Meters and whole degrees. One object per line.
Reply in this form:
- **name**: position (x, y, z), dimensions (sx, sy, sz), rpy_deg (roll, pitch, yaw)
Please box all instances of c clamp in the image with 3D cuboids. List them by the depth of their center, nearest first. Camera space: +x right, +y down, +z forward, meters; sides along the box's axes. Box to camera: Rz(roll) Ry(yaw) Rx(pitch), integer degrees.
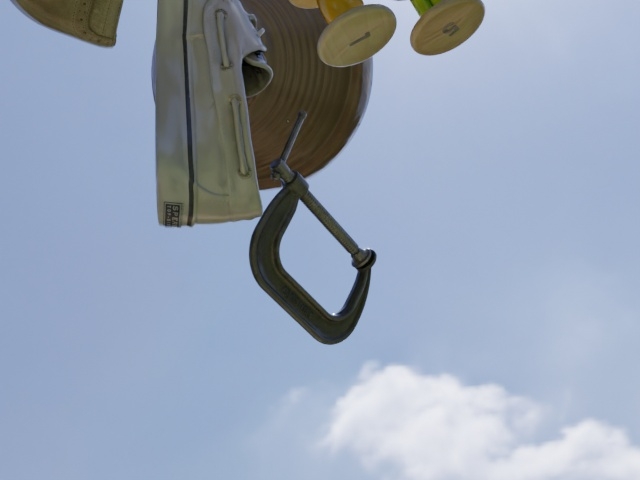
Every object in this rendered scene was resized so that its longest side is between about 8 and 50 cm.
- **c clamp**: position (0.000, 0.000, 0.930), dimensions (0.022, 0.137, 0.160), rpy_deg (-1, -42, 42)

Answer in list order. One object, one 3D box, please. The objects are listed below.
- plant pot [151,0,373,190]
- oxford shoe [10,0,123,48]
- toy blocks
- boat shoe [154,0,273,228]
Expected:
- **plant pot**: position (-0.078, -0.166, 1.110), dimensions (0.237, 0.237, 0.110), rpy_deg (-23, -8, 25)
- **oxford shoe**: position (-0.118, -0.333, 0.884), dimensions (0.147, 0.140, 0.397), rpy_deg (31, -78, -19)
- **toy blocks**: position (0.023, -0.187, 0.748), dimensions (0.123, 0.148, 0.054), rpy_deg (-12, -28, -30)
- **boat shoe**: position (-0.080, -0.134, 0.877), dimensions (0.088, 0.267, 0.096), rpy_deg (0, -29, -6)
